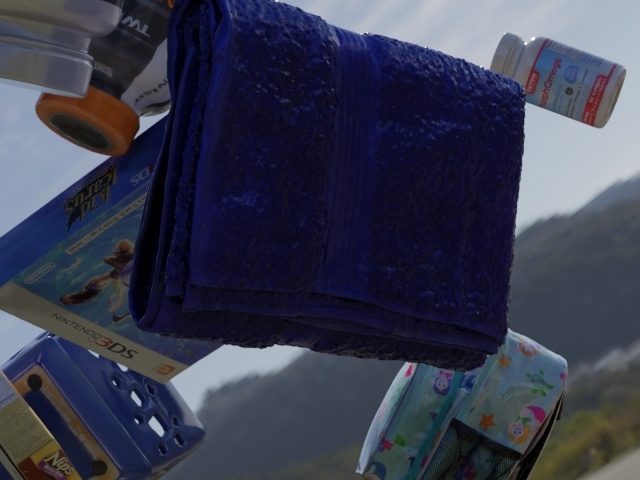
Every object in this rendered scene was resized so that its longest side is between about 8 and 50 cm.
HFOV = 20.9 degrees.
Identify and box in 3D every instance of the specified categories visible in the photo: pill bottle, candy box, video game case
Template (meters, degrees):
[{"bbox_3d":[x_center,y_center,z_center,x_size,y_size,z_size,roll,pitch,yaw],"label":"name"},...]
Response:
[{"bbox_3d":[0.298,-0.206,2.197,0.087,0.160,0.087,21,-90,-78],"label":"pill bottle"},{"bbox_3d":[-0.316,0.223,1.882,0.053,0.109,0.186,-35,34,-12],"label":"candy box"},{"bbox_3d":[-0.157,-0.197,1.497,0.130,0.130,0.246,121,172,-71],"label":"pill bottle"},{"bbox_3d":[-0.191,-0.202,1.246,0.112,0.112,0.187,10,-89,-80],"label":"pill bottle"},{"bbox_3d":[-0.130,0.011,1.584,0.269,0.061,0.244,-33,-39,24],"label":"video game case"}]

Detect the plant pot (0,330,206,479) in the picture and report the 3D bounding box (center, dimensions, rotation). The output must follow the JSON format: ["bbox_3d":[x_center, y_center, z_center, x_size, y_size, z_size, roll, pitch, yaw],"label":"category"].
[{"bbox_3d":[-0.311,0.235,2.099,0.236,0.236,0.212,-37,0,16],"label":"plant pot"}]

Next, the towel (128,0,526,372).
[{"bbox_3d":[0.022,-0.032,1.170,0.308,0.228,0.076,11,-4,-41],"label":"towel"}]

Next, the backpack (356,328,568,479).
[{"bbox_3d":[0.159,0.209,1.906,0.253,0.191,0.225,-55,-2,-5],"label":"backpack"}]
